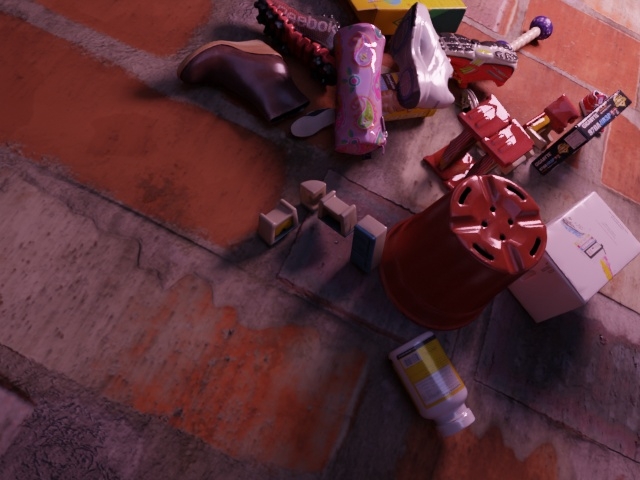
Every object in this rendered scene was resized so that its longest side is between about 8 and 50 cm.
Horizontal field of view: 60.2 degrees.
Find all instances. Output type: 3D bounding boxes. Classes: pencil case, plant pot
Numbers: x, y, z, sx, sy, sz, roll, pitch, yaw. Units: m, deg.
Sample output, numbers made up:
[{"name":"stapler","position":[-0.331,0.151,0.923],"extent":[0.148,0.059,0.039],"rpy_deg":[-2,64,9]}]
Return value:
[{"name":"pencil case","position":[0.088,-0.330,1.237],"extent":[0.124,0.124,0.284],"rpy_deg":[-1,89,-17]},{"name":"plant pot","position":[0.288,0.016,1.109],"extent":[0.273,0.265,0.272],"rpy_deg":[6,65,-14]}]

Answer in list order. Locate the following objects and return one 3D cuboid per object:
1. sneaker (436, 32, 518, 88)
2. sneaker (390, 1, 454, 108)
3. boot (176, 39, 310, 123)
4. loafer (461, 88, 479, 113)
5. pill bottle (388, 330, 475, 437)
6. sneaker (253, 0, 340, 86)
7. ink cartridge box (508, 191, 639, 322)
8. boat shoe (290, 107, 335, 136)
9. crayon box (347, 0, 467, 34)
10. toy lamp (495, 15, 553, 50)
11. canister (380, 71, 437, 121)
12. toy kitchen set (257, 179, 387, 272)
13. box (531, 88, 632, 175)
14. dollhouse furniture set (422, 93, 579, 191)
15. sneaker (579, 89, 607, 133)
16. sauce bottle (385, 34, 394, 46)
[{"name":"sneaker","position":[0.366,-0.454,1.426],"extent":[0.279,0.118,0.107],"rpy_deg":[10,43,-5]},{"name":"sneaker","position":[0.246,-0.432,1.317],"extent":[0.129,0.111,0.297],"rpy_deg":[8,70,-23]},{"name":"boot","position":[-0.167,-0.347,1.229],"extent":[0.248,0.090,0.207],"rpy_deg":[-27,75,-29]},{"name":"loafer","position":[0.385,-0.335,1.420],"extent":[0.039,0.045,0.125],"rpy_deg":[-12,74,-14]},{"name":"pill bottle","position":[0.217,0.276,1.063],"extent":[0.103,0.103,0.184],"rpy_deg":[-23,76,-24]},{"name":"sneaker","position":[-0.031,-0.500,1.327],"extent":[0.276,0.097,0.135],"rpy_deg":[41,74,1]},{"name":"ink cartridge box","position":[0.545,0.040,1.229],"extent":[0.233,0.171,0.168],"rpy_deg":[-31,79,-26]},{"name":"boat shoe","position":[-0.020,-0.275,1.273],"extent":[0.125,0.038,0.046],"rpy_deg":[-31,120,-20]},{"name":"crayon box","position":[0.195,-0.632,1.449],"extent":[0.319,0.081,0.202],"rpy_deg":[-9,56,-20]},{"name":"toy lamp","position":[0.547,-0.550,1.544],"extent":[0.275,0.080,0.080],"rpy_deg":[-39,82,-28]},{"name":"canister","position":[0.188,-0.354,1.351],"extent":[0.170,0.073,0.126],"rpy_deg":[-12,71,-20]},{"name":"toy kitchen set","position":[0.000,0.000,1.134],"extent":[0.207,0.122,0.166],"rpy_deg":[38,60,25]},{"name":"box","position":[0.661,-0.273,1.400],"extent":[0.220,0.175,0.051],"rpy_deg":[-36,82,-26]},{"name":"dollhouse furniture set","position":[0.452,-0.263,1.318],"extent":[0.374,0.201,0.152],"rpy_deg":[-33,80,-26]},{"name":"sneaker","position":[0.771,-0.360,1.533],"extent":[0.042,0.067,0.118],"rpy_deg":[-10,70,-20]},{"name":"sauce bottle","position":[0.238,-0.513,1.454],"extent":[0.128,0.042,0.042],"rpy_deg":[15,64,-11]}]
